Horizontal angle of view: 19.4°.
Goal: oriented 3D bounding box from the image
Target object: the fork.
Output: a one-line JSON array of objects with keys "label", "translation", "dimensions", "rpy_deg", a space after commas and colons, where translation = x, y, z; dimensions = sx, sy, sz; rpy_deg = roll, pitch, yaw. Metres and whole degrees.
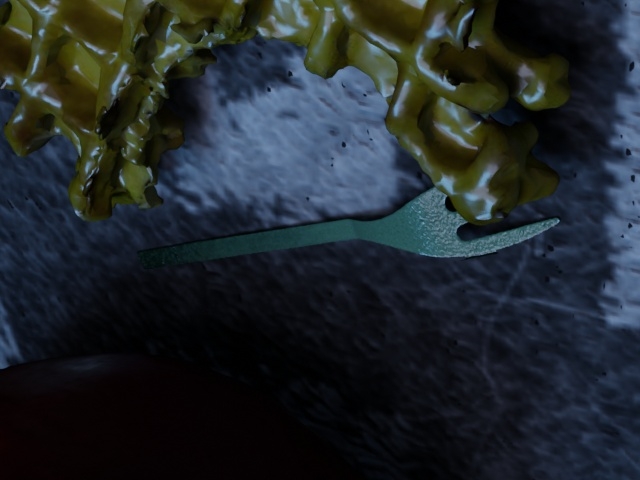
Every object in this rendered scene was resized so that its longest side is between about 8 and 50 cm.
[{"label": "fork", "translation": [-0.001, 0.001, 0.846], "dimensions": [0.235, 0.021, 0.039], "rpy_deg": [-10, 108, 37]}]

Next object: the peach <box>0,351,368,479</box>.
[{"label": "peach", "translation": [-0.140, 0.259, 0.840], "dimensions": [0.353, 0.416, 0.339], "rpy_deg": [-12, 116, 37]}]

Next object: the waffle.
[{"label": "waffle", "translation": [-0.045, -0.122, 0.766], "dimensions": [0.293, 0.069, 0.260], "rpy_deg": [-4, 112, 34]}]
